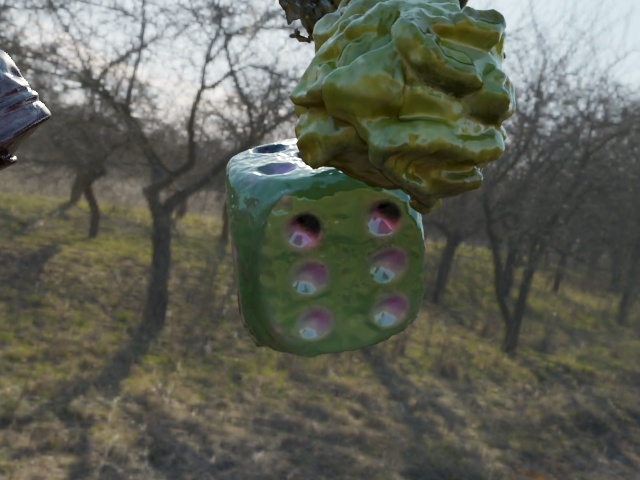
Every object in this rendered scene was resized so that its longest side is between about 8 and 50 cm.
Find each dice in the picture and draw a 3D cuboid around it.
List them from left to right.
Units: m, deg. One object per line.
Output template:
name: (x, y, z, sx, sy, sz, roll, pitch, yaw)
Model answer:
dice: (0.000, 0.000, 1.449, 0.318, 0.322, 0.330, -8, 22, -6)

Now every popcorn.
popcorn: (0.114, -0.187, 1.055, 0.312, 0.312, 0.312, 10, 3, 0)

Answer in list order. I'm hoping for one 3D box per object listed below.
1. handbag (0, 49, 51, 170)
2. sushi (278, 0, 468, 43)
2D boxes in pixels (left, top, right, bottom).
handbag: (-0.375, -0.091, 0.775, 0.135, 0.225, 0.146, 51, 16, -10)
sushi: (0.107, -0.495, 1.513, 0.417, 0.417, 0.176, 9, 35, -25)
